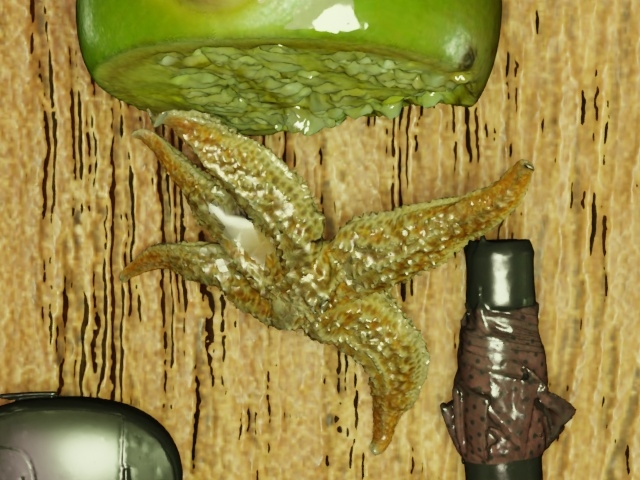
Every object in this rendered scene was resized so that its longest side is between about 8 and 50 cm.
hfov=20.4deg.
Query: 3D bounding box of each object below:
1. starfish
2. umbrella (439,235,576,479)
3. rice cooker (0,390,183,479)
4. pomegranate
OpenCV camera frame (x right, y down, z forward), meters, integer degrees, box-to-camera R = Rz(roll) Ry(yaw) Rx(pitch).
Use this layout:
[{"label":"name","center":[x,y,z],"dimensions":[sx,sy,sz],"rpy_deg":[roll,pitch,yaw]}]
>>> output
[{"label":"starfish","center":[-0.026,-0.004,1.341],"dimensions":[0.293,0.084,0.301],"rpy_deg":[28,133,4]},{"label":"umbrella","center":[0.139,0.155,1.380],"dimensions":[0.090,0.094,0.326],"rpy_deg":[-3,93,-23]},{"label":"rice cooker","center":[-0.207,0.187,1.391],"dimensions":[0.203,0.118,0.142],"rpy_deg":[4,93,3]},{"label":"pomegranate","center":[-0.034,-0.211,1.262],"dimensions":[0.310,0.358,0.216],"rpy_deg":[1,72,23]}]
